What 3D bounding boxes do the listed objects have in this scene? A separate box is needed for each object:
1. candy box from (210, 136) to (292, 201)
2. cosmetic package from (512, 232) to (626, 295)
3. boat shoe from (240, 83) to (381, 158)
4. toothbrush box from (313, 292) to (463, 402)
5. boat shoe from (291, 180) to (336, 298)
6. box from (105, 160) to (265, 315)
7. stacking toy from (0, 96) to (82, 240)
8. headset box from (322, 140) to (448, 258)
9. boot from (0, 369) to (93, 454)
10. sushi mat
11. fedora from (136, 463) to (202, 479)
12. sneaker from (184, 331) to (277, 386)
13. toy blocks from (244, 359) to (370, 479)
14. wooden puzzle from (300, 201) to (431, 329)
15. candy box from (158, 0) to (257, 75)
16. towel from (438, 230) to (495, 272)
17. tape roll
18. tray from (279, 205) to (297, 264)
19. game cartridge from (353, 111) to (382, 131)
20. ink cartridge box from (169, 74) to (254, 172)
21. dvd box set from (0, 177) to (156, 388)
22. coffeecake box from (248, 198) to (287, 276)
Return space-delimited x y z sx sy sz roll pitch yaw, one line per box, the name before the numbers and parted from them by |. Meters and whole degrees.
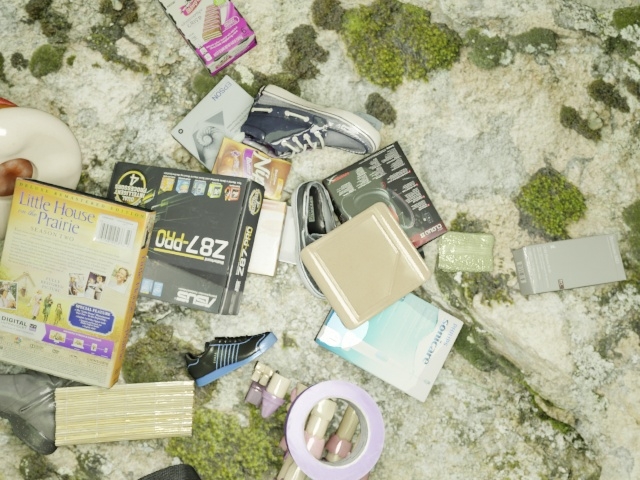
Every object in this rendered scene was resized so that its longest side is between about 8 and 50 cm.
candy box | -0.177 -0.178 1.344 0.186 0.053 0.109 19 88 -15
cosmetic package | 0.627 0.062 1.334 0.238 0.107 0.127 -10 81 1
boat shoe | -0.033 -0.251 1.291 0.340 0.127 0.158 23 69 14
toothbrush box | 0.162 0.224 1.291 0.295 0.126 0.216 28 81 3
boat shoe | 0.000 0.000 1.305 0.108 0.102 0.301 -8 91 -24
box | -0.352 -0.012 1.267 0.395 0.097 0.318 10 86 20
stacking toy | -0.861 -0.254 1.277 0.480 0.350 0.350 37 84 20
headset box | 0.164 -0.067 1.334 0.218 0.110 0.293 -29 84 -4
boot | -0.702 0.331 1.279 0.338 0.118 0.223 40 81 -8
sushi mat | -0.462 0.412 1.254 0.316 0.019 0.151 1 100 -14
fedora | -0.372 0.626 1.194 0.334 0.334 0.152 -35 55 -5
sneaker | -0.224 0.271 1.300 0.232 0.081 0.090 -28 92 -3
toy blocks | -0.062 0.459 1.177 0.309 0.288 0.260 26 78 -1
wooden puzzle | 0.105 0.058 1.234 0.238 0.044 0.221 -32 83 -6
candy box | -0.301 -0.586 1.405 0.159 0.071 0.233 -37 85 -5
towel | 0.381 0.031 1.369 0.148 0.027 0.110 4 84 -1
tape roll | 0.025 0.370 1.025 0.189 0.080 0.189 2 73 -8
tray | -0.161 -0.033 1.363 0.270 0.030 0.145 13 84 0
game cartridge | 0.120 -0.312 1.410 0.083 0.017 0.056 24 87 2
ink cartridge box | -0.240 -0.283 1.383 0.224 0.045 0.223 42 84 3
dvd box set | -0.572 0.097 1.193 0.307 0.062 0.420 14 96 0
coffeecake box | -0.168 -0.011 1.310 0.142 0.068 0.186 9 83 2
